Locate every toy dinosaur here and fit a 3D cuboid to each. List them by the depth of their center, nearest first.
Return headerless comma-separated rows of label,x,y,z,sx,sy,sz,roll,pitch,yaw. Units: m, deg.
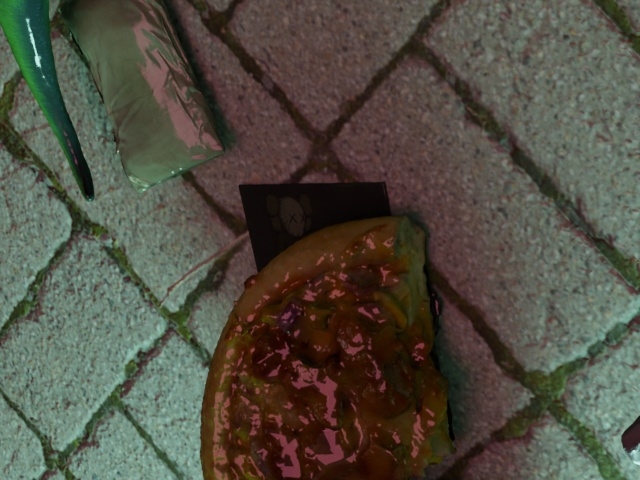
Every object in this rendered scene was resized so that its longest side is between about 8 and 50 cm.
toy dinosaur,-0.284,-0.278,1.460,0.500,0.144,0.374,67,167,-7

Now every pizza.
pizza,0.008,0.154,1.550,0.278,0.114,0.409,44,119,12

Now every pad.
pad,0.000,0.000,1.577,0.190,0.004,0.127,0,111,35

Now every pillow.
pillow,-0.194,-0.175,1.611,0.148,0.050,0.230,-19,98,35

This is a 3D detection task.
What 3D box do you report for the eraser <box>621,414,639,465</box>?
eraser,0.468,0.164,1.234,0.272,0.122,0.359,50,131,7
